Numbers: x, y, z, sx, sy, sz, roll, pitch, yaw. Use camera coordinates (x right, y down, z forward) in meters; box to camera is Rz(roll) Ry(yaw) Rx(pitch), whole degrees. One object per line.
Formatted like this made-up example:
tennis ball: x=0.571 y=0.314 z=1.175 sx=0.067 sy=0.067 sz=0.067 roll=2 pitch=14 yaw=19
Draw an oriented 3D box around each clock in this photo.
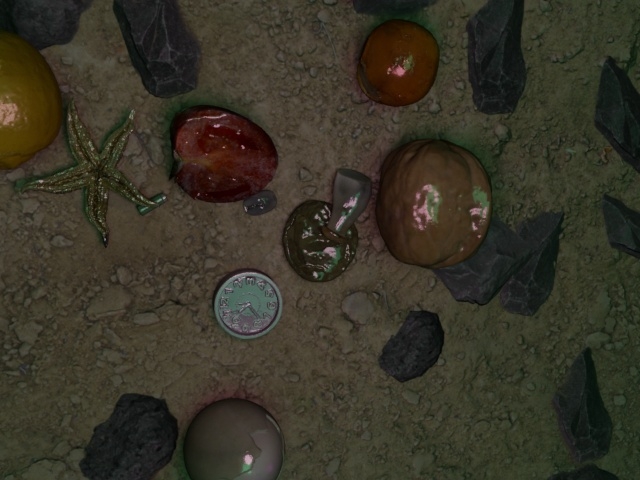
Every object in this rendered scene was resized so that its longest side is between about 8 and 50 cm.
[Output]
clock: x=-0.208 y=0.181 z=1.967 sx=0.197 sy=0.068 sz=0.196 roll=-2 pitch=98 yaw=-12

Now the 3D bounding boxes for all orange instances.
orange: x=0.213 y=-0.486 z=1.890 sx=0.240 sy=0.240 sz=0.239 roll=-2 pitch=98 yaw=-13

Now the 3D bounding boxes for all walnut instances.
walnut: x=0.319 y=-0.101 z=1.922 sx=0.382 sy=0.381 sz=0.381 roll=-2 pitch=98 yaw=-13

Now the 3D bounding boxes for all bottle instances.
bottle: x=-0.462 y=-0.101 z=1.892 sx=0.083 sy=0.030 sz=0.030 roll=-31 pitch=103 yaw=-8

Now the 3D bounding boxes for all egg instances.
egg: x=-0.231 y=0.582 z=1.884 sx=0.279 sy=0.336 sz=0.278 roll=-2 pitch=97 yaw=-19

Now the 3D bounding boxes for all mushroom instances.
mushroom: x=0.077 y=-0.098 z=1.975 sx=0.116 sy=0.093 sz=0.225 roll=15 pitch=85 yaw=-4

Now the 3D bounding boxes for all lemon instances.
lemon: x=-0.787 y=-0.339 z=1.638 sx=0.348 sy=0.348 sz=0.347 roll=-2 pitch=98 yaw=-13

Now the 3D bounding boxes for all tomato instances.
tomato: x=-0.269 y=-0.258 z=1.847 sx=0.309 sy=0.170 sz=0.309 roll=-11 pitch=136 yaw=-11

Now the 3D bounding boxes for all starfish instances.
starfish: x=-0.577 y=-0.186 z=1.829 sx=0.347 sy=0.078 sz=0.358 roll=41 pitch=87 yaw=-14

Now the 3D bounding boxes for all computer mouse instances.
computer mouse: x=-0.170 y=-0.106 z=1.952 sx=0.096 sy=0.039 sz=0.066 roll=-20 pitch=101 yaw=-9

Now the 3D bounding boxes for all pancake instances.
pancake: x=0.000 y=0.000 z=2.002 sx=0.242 sy=0.050 sz=0.241 roll=-1 pitch=92 yaw=-19
